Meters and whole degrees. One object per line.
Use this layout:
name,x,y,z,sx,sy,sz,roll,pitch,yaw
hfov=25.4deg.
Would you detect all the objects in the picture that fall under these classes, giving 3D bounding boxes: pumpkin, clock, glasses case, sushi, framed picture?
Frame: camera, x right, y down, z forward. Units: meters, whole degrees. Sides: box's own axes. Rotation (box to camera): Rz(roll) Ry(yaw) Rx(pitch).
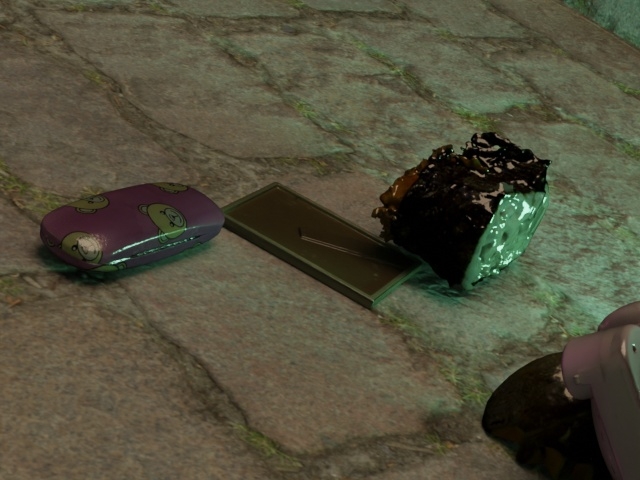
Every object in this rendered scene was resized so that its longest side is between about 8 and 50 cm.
pumpkin,0.363,0.244,1.900,0.254,0.149,0.130,17,18,-11
clock,0.449,0.223,1.854,0.322,0.113,0.295,-26,97,-56
glasses case,-0.261,-0.022,2.016,0.123,0.075,0.316,34,28,24
sushi,0.249,-0.063,2.311,0.208,0.234,0.348,31,16,20
framed picture,0.000,0.000,2.241,0.290,0.020,0.211,29,26,16
